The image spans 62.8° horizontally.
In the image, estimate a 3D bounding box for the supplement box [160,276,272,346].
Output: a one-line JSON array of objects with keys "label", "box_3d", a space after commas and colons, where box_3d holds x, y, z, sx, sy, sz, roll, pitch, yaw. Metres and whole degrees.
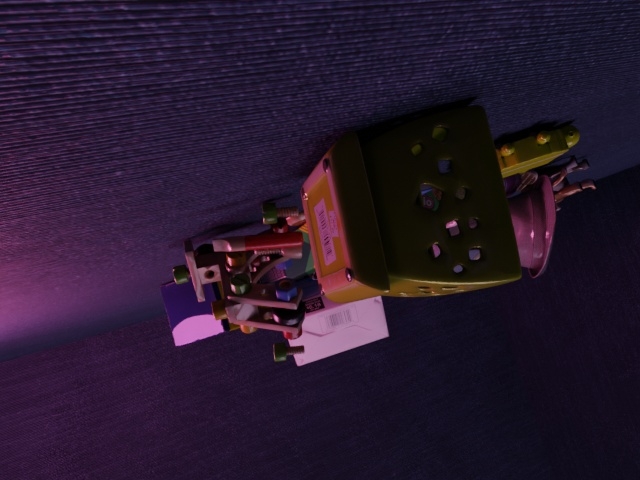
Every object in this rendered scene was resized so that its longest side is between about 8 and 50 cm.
[{"label": "supplement box", "box_3d": [-0.298, 0.191, 1.673, 0.194, 0.195, 0.357, -20, 173, 24]}]

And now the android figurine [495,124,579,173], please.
[{"label": "android figurine", "box_3d": [0.381, -0.162, 1.038, 0.249, 0.056, 0.273, -18, 174, 10]}]

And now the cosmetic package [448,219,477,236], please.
[{"label": "cosmetic package", "box_3d": [0.474, -0.081, 1.596, 0.129, 0.153, 0.296, -22, 174, 25]}]

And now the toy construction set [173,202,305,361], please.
[{"label": "toy construction set", "box_3d": [-0.154, 0.058, 0.939, 0.238, 0.257, 0.308, -4, 152, -6]}]

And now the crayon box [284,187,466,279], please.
[{"label": "crayon box", "box_3d": [0.119, -0.028, 1.216, 0.363, 0.105, 0.313, -18, 175, -25]}]

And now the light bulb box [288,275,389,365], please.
[{"label": "light bulb box", "box_3d": [0.022, 0.225, 1.971, 0.358, 0.225, 0.361, -17, -146, -5]}]

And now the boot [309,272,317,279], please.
[{"label": "boot", "box_3d": [0.039, 0.051, 1.507, 0.247, 0.094, 0.207, -8, -164, -27]}]

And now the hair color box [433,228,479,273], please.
[{"label": "hair color box", "box_3d": [0.335, 0.010, 1.599, 0.375, 0.185, 0.113, 0, 129, -57]}]

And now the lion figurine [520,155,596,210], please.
[{"label": "lion figurine", "box_3d": [0.715, -0.166, 1.657, 0.240, 0.142, 0.392, -22, 165, 36]}]

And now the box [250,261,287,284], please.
[{"label": "box", "box_3d": [-0.135, 0.085, 1.648, 0.158, 0.093, 0.156, -22, 173, 29]}]

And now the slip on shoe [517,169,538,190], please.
[{"label": "slip on shoe", "box_3d": [0.604, -0.186, 1.544, 0.041, 0.052, 0.135, -56, 171, -10]}]

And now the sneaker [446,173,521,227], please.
[{"label": "sneaker", "box_3d": [0.406, -0.109, 1.405, 0.161, 0.102, 0.282, -16, 175, -42]}]

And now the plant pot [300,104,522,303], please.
[{"label": "plant pot", "box_3d": [0.098, -0.028, 0.703, 0.207, 0.227, 0.227, -10, 173, -16]}]

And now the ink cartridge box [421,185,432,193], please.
[{"label": "ink cartridge box", "box_3d": [0.140, -0.094, 0.998, 0.089, 0.052, 0.122, -15, 175, -22]}]

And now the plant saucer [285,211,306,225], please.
[{"label": "plant saucer", "box_3d": [-0.035, -0.046, 1.106, 0.084, 0.015, 0.083, -17, 174, -2]}]

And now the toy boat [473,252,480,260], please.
[{"label": "toy boat", "box_3d": [0.509, -0.034, 1.886, 0.319, 0.267, 0.148, 4, 151, 41]}]

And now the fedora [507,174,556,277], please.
[{"label": "fedora", "box_3d": [0.503, -0.031, 1.333, 0.125, 0.243, 0.275, -1, 147, 12]}]
